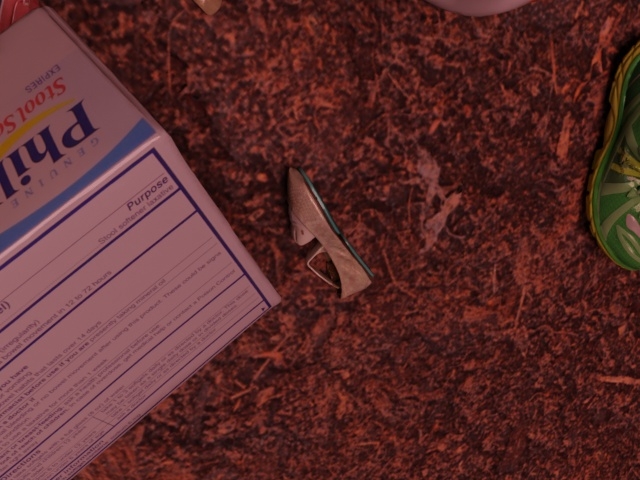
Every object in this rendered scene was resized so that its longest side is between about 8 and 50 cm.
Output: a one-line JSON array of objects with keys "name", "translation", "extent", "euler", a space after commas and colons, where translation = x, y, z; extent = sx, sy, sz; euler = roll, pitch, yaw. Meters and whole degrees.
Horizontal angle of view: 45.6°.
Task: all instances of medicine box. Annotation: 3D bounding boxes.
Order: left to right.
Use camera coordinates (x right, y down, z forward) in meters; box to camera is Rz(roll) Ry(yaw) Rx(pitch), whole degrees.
[{"name": "medicine box", "translation": [-0.201, 0.033, 0.558], "extent": [0.263, 0.149, 0.289], "euler": [-40, 153, -7]}]

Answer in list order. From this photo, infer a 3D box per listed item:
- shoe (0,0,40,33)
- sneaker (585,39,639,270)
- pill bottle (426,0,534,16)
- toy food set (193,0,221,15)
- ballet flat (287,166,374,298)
[{"name": "shoe", "translation": [-0.227, -0.161, 0.590], "extent": [0.081, 0.063, 0.178], "euler": [5, 113, -30]}, {"name": "sneaker", "translation": [0.398, -0.091, 0.901], "extent": [0.109, 0.123, 0.296], "euler": [-13, 116, -23]}, {"name": "pill bottle", "translation": [0.245, -0.346, 0.638], "extent": [0.392, 0.224, 0.224], "euler": [-26, 121, -28]}, {"name": "toy food set", "translation": [-0.063, -0.295, 0.629], "extent": [0.192, 0.038, 0.132], "euler": [-49, 123, -1]}, {"name": "ballet flat", "translation": [0.000, 0.000, 0.776], "extent": [0.052, 0.057, 0.168], "euler": [-35, 122, 1]}]
